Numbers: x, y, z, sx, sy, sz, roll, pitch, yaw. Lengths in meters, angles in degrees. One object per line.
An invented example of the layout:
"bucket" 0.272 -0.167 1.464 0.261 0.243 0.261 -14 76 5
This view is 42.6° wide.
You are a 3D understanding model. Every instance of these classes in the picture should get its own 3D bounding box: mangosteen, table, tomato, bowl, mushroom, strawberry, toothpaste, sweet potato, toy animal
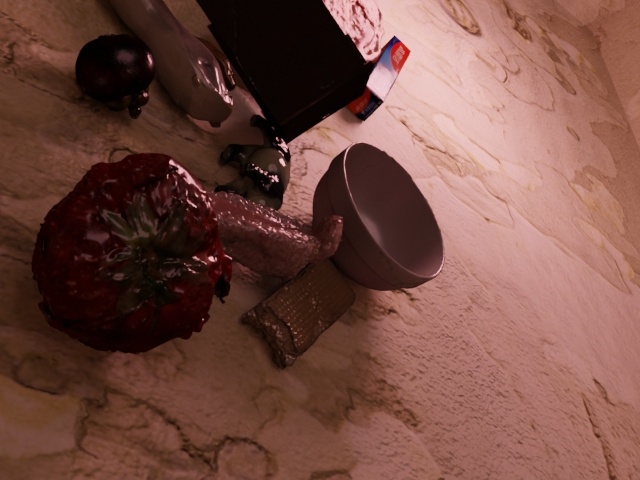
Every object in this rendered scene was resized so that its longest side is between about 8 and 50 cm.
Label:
"mangosteen" -0.321 -0.260 1.309 0.140 0.140 0.140 29 41 -29
"table" -0.068 -0.356 1.497 0.282 0.196 0.250 56 0 1
"tomato" -0.009 -0.466 1.782 0.309 0.170 0.308 15 68 -41
"bowl" 0.089 -0.026 1.518 0.287 0.144 0.287 34 38 -33
"mushroom" -0.276 -0.354 1.458 0.351 0.097 0.109 52 32 7
"strawberry" -0.251 0.016 1.074 0.274 0.220 0.274 -9 103 -42
"toothpaste" 0.143 -0.394 1.969 0.066 0.076 0.320 40 36 -11
"sweet potato" -0.225 -0.353 1.546 0.182 0.054 0.053 41 -5 -7
"toy animal" -0.111 -0.105 1.430 0.121 0.094 0.225 41 35 -30

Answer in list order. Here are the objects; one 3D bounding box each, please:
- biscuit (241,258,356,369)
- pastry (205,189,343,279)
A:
"biscuit" -0.027 0.112 1.353 0.108 0.062 0.239 52 36 0
"pastry" -0.099 -0.007 1.313 0.265 0.112 0.103 13 33 -17
